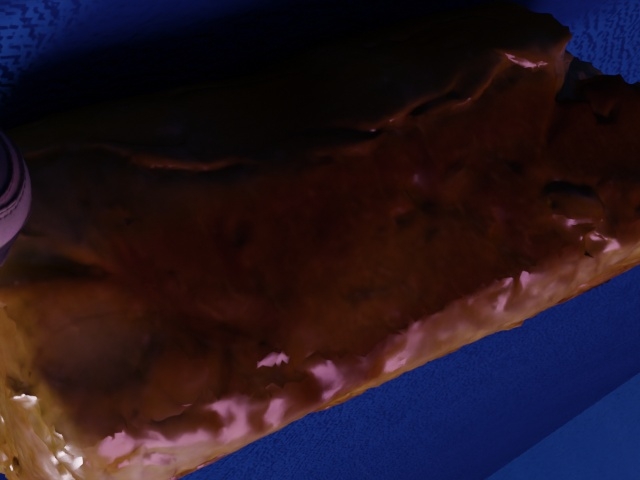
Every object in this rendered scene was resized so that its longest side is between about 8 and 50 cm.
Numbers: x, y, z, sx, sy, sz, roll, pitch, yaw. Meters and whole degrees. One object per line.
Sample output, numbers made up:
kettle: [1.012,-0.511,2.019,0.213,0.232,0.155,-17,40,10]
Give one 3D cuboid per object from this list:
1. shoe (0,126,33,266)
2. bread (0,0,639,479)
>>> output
shoe: [-0.152,-0.037,0.378,0.180,0.089,0.092,4,142,-46]
bread: [-0.003,-0.004,0.586,0.344,0.149,0.195,-21,172,-25]
